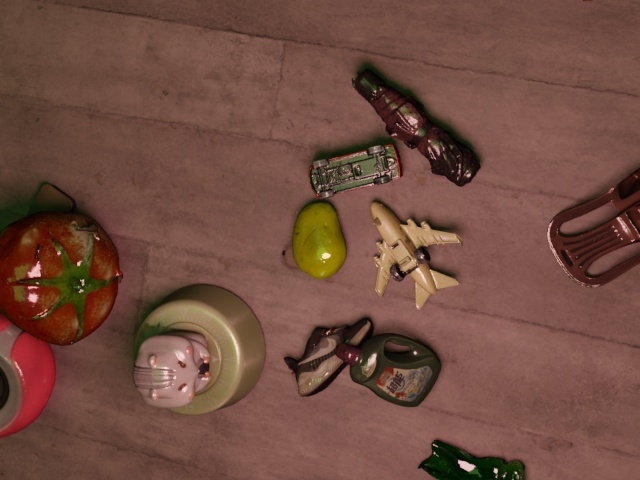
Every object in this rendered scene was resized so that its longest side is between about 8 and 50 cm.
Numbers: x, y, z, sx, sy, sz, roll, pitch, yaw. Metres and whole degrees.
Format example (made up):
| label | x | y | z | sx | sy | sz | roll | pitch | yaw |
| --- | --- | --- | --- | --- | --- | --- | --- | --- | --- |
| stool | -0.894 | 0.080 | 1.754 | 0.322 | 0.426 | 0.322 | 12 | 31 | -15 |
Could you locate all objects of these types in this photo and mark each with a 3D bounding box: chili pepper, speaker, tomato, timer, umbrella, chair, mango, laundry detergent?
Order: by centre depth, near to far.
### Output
| label | x | y | z | sx | sy | sz | roll | pitch | yaw |
| --- | --- | --- | --- | --- | --- | --- | --- | --- | --- |
| chair | 0.628 | -0.045 | 1.719 | 0.175 | 0.183 | 0.326 | 58 | 148 | 2 |
| umbrella | 0.193 | -0.235 | 1.813 | 0.326 | 0.090 | 0.094 | 41 | 106 | 7 |
| laundry detergent | 0.137 | 0.257 | 1.833 | 0.222 | 0.078 | 0.144 | 29 | 99 | -20 |
| timer | -0.294 | 0.258 | 1.857 | 0.291 | 0.315 | 0.290 | 1 | 95 | 12 |
| chili pepper | 0.322 | 0.493 | 1.868 | 0.224 | 0.061 | 0.098 | 9 | 104 | 10 |
| mango | -0.006 | 0.002 | 1.888 | 0.117 | 0.089 | 0.163 | -18 | 79 | 22 |
| tomato | -0.602 | 0.078 | 1.930 | 0.239 | 0.303 | 0.303 | 10 | 98 | 40 |
| speaker | -0.747 | 0.308 | 1.991 | 0.294 | 0.294 | 0.294 | 1 | 96 | 13 |

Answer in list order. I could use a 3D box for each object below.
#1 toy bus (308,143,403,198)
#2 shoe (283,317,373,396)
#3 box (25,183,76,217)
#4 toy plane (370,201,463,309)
| label | x | y | z | sx | sy | sz | roll | pitch | yaw |
| --- | --- | --- | --- | --- | --- | --- | --- | --- | --- |
| toy bus | 0.074 | -0.146 | 1.847 | 0.195 | 0.089 | 0.081 | -14 | 92 | 13 |
| shoe | 0.013 | 0.237 | 1.901 | 0.112 | 0.099 | 0.227 | 44 | 99 | 19 |
| box | -0.635 | -0.063 | 2.050 | 0.091 | 0.031 | 0.126 | 33 | 102 | 8 |
| toy plane | 0.178 | 0.021 | 1.842 | 0.229 | 0.092 | 0.244 | -38 | 89 | 28 |
